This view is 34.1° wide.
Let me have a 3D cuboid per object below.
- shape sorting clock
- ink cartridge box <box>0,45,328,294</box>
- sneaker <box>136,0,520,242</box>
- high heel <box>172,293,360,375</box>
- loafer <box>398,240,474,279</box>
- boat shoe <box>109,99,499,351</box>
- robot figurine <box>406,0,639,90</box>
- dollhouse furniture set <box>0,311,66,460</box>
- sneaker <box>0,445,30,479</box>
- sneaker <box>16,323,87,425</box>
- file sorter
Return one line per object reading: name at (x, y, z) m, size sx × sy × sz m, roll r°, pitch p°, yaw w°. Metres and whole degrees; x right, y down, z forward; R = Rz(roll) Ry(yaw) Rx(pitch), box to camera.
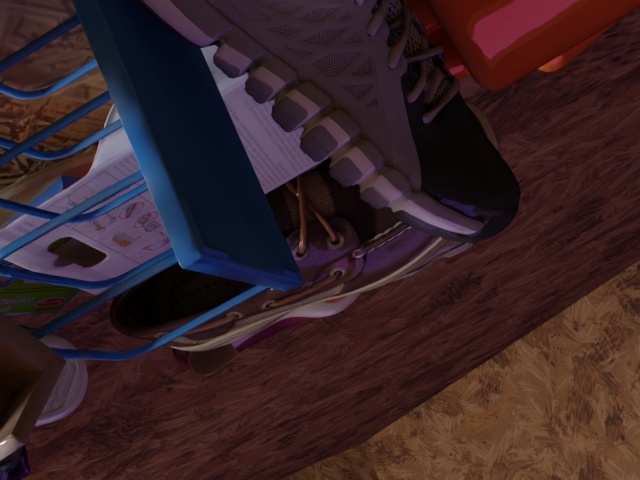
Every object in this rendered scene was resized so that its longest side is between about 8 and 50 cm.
shape sorting clock at (-0.187, -0.002, 0.705) m, size 0.206 × 0.040 × 0.206 m, roll -36°, pitch 167°, yaw -10°
ink cartridge box at (-0.087, -0.058, 0.661) m, size 0.232 × 0.066 × 0.189 m, roll -27°, pitch 165°, yaw 4°
sneaker at (0.029, -0.104, 0.464) m, size 0.132 × 0.228 × 0.086 m, roll -47°, pitch -167°, yaw 29°
high heel at (-0.049, 0.062, 1.117) m, size 0.244 × 0.082 × 0.117 m, roll -38°, pitch -166°, yaw -9°
loafer at (0.127, 0.010, 1.280) m, size 0.125 × 0.039 × 0.045 m, roll -24°, pitch -163°, yaw -3°
boat shoe at (-0.021, -0.008, 0.828) m, size 0.342 × 0.123 × 0.123 m, roll -26°, pitch 167°, yaw 19°
robot figurine at (0.117, -0.164, 0.542) m, size 0.219 × 0.158 × 0.128 m, roll -31°, pitch -164°, yaw 13°
dollhouse furniture set at (-0.296, 0.116, 0.310) m, size 0.174 × 0.303 × 0.356 m, roll -33°, pitch -153°, yaw 36°
sneaker at (-0.312, 0.179, 0.960) m, size 0.083 × 0.098 × 0.224 m, roll -26°, pitch 164°, yaw -6°
sneaker at (-0.311, 0.111, 0.770) m, size 0.255 × 0.094 × 0.151 m, roll -2°, pitch 179°, yaw -22°
file sorter at (-0.104, -0.039, 0.499) m, size 0.104 × 0.170 × 0.118 m, roll -27°, pitch 165°, yaw 13°
